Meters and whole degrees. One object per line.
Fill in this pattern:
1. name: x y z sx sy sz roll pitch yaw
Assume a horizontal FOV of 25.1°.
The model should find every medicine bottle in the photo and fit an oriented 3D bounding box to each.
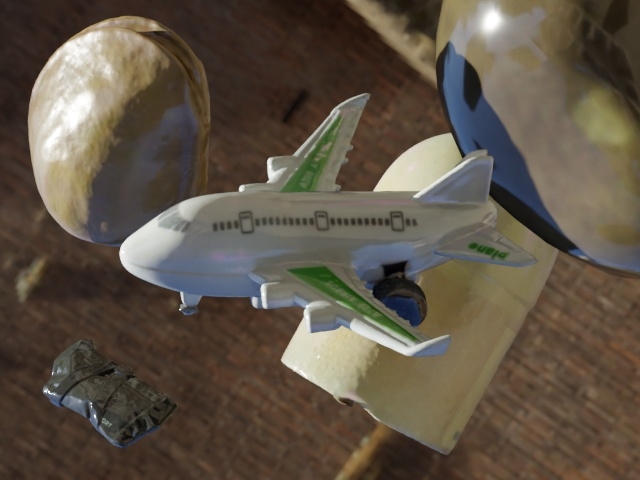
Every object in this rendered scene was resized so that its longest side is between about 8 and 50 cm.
1. medicine bottle: 0.149 0.026 1.722 0.236 0.406 0.236 30 177 1

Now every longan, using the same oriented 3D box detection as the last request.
1. longan: 0.289 -0.155 1.390 0.404 0.336 0.404 49 -156 -31

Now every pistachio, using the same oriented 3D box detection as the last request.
1. pistachio: -0.204 -0.116 1.450 0.213 0.260 0.163 25 -144 9

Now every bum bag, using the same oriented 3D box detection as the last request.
1. bum bag: -0.254 0.186 1.707 0.198 0.087 0.049 27 150 38

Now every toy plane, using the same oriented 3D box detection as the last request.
1. toy plane: 0.001 0.004 0.927 0.251 0.255 0.101 -106 8 -49
